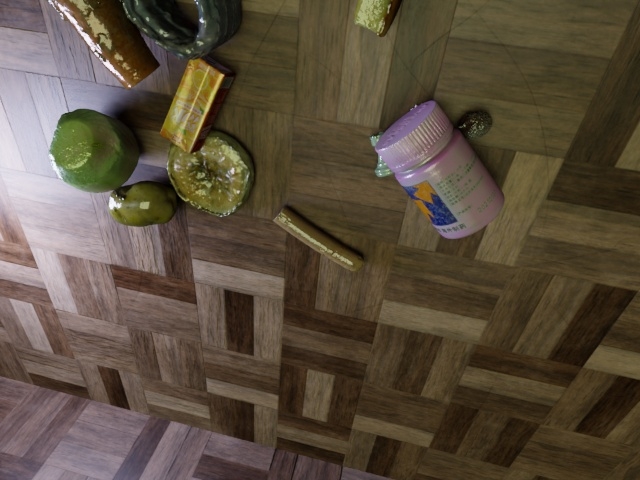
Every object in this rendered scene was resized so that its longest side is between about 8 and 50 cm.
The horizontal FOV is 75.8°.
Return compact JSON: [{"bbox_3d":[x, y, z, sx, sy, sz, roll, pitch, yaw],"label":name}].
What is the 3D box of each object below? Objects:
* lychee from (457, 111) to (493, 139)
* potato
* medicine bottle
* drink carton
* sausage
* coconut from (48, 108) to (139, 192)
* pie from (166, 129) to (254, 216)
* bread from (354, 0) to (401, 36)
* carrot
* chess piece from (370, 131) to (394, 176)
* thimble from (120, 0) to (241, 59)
[{"bbox_3d":[0.352,-0.266,0.944,0.083,0.067,0.068,-6,143,-4],"label":"lychee"},{"bbox_3d":[-0.523,-0.108,1.225,0.200,0.154,0.137,-9,105,19],"label":"potato"},{"bbox_3d":[0.280,-0.160,0.967,0.178,0.178,0.291,-33,112,31],"label":"medicine bottle"},{"bbox_3d":[-0.310,-0.340,1.030,0.096,0.071,0.223,32,114,-2],"label":"drink carton"},{"bbox_3d":[-0.001,0.001,1.225,0.301,0.066,0.066,34,125,-8],"label":"sausage"},{"bbox_3d":[-0.617,-0.246,1.128,0.204,0.236,0.236,-27,117,-2],"label":"coconut"},{"bbox_3d":[-0.313,-0.189,1.176,0.274,0.055,0.274,7,125,10],"label":"pie"},{"bbox_3d":[0.153,-0.573,0.740,0.077,0.138,0.361,21,126,2],"label":"bread"},{"bbox_3d":[-0.467,-0.480,0.862,0.138,0.139,0.302,-21,122,26],"label":"carrot"},{"bbox_3d":[0.158,-0.218,1.034,0.067,0.067,0.103,-13,111,22],"label":"chess piece"},{"bbox_3d":[-0.298,-0.515,0.877,0.205,0.172,0.236,-12,122,25],"label":"thimble"}]
